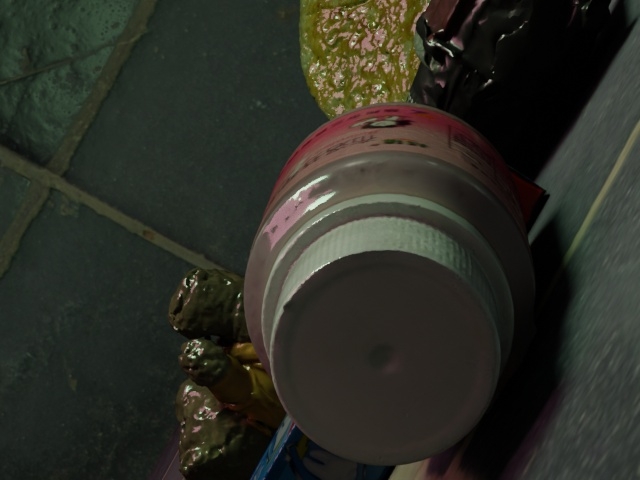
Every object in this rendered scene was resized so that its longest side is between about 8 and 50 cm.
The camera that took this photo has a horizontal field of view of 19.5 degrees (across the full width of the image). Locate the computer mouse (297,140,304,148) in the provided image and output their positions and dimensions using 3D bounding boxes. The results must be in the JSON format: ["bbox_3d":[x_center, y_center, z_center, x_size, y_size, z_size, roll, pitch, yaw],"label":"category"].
[{"bbox_3d":[0.000,0.000,1.753,0.236,0.082,0.145,96,-171,-57],"label":"computer mouse"}]

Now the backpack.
[{"bbox_3d":[0.104,-0.107,1.143,0.165,0.106,0.120,-60,4,18],"label":"backpack"}]

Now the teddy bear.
[{"bbox_3d":[-0.057,0.119,1.559,0.177,0.140,0.190,1,-67,-67],"label":"teddy bear"}]

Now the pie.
[{"bbox_3d":[0.073,-0.213,1.697,0.277,0.078,0.277,-17,69,52],"label":"pie"}]

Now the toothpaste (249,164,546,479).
[{"bbox_3d":[0.023,0.092,1.089,0.320,0.066,0.076,-62,4,4],"label":"toothpaste"}]

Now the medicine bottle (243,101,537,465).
[{"bbox_3d":[0.035,0.019,0.911,0.147,0.147,0.247,-60,4,14],"label":"medicine bottle"}]
